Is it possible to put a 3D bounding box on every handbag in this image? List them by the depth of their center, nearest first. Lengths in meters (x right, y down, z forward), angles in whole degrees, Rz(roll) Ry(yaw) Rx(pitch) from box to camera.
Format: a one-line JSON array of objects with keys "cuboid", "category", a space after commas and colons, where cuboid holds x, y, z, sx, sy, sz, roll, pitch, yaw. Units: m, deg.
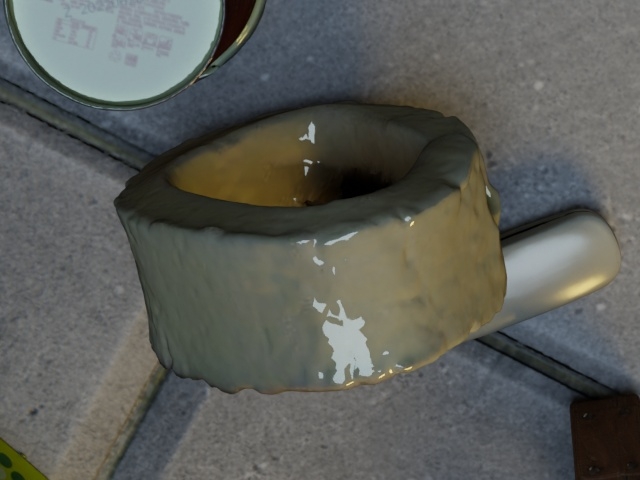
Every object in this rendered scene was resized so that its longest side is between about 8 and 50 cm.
[{"cuboid": [0.274, 0.244, 1.577, 0.072, 0.193, 0.151, -8, 113, 8], "category": "handbag"}]

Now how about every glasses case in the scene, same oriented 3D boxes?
[{"cuboid": [0.176, 0.034, 1.578, 0.204, 0.051, 0.081, -20, 109, 10], "category": "glasses case"}]

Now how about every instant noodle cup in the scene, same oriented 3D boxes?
[{"cuboid": [-0.160, -0.218, 1.435, 0.234, 0.178, 0.235, 0, 110, 1], "category": "instant noodle cup"}]

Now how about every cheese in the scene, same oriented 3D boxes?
[{"cuboid": [0.002, -0.003, 1.419, 0.292, 0.332, 0.153, -24, 116, -29], "category": "cheese"}]

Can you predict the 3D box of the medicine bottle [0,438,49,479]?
[{"cuboid": [-0.336, 0.289, 1.654, 0.250, 0.137, 0.141, 42, 106, -12], "category": "medicine bottle"}]
